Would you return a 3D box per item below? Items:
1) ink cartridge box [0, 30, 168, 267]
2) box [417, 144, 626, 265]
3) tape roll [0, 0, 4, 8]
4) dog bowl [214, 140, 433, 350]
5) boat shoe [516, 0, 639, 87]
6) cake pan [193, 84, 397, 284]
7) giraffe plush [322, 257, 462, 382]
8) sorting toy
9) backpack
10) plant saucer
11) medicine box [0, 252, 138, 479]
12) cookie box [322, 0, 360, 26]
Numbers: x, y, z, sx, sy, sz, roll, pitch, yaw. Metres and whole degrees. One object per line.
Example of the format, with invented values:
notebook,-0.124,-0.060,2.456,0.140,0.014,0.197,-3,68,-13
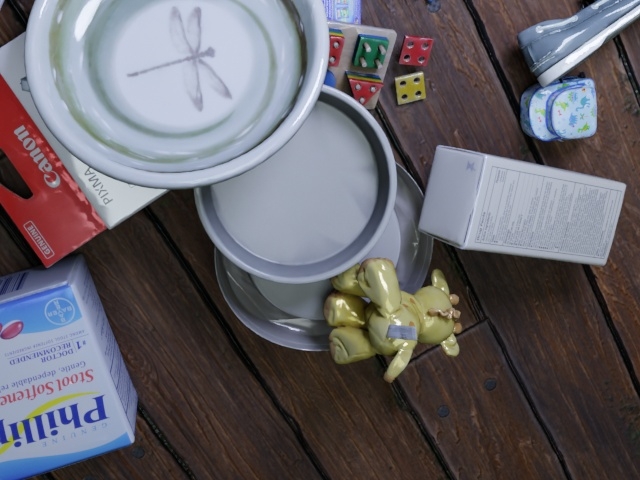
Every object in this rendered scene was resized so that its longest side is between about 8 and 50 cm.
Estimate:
ink cartridge box,-0.381,-0.143,1.239,0.261,0.066,0.296,-33,98,1
box,0.321,-0.053,1.347,0.311,0.121,0.148,8,100,-32
tape roll,-0.470,-0.319,1.078,0.100,0.286,0.286,25,102,-17
dog bowl,0.000,0.000,1.370,0.348,0.102,0.349,-3,108,-9
boat shoe,0.445,-0.368,1.324,0.319,0.116,0.099,-38,87,-4
cake pan,-0.037,-0.084,1.245,0.293,0.054,0.293,0,99,-3
giraffe plush,0.129,0.112,1.304,0.170,0.210,0.182,-3,108,-40
sorting toy,0.049,-0.258,1.297,0.274,0.046,0.132,5,126,-17
backpack,0.387,-0.211,1.381,0.114,0.084,0.105,-9,107,-5
plant saucer,-0.188,-0.250,1.154,0.400,0.100,0.401,0,76,0
medicine box,-0.456,0.204,1.329,0.263,0.149,0.289,-17,110,-4
cookie box,0.005,-0.355,1.283,0.107,0.040,0.092,-4,111,-10
